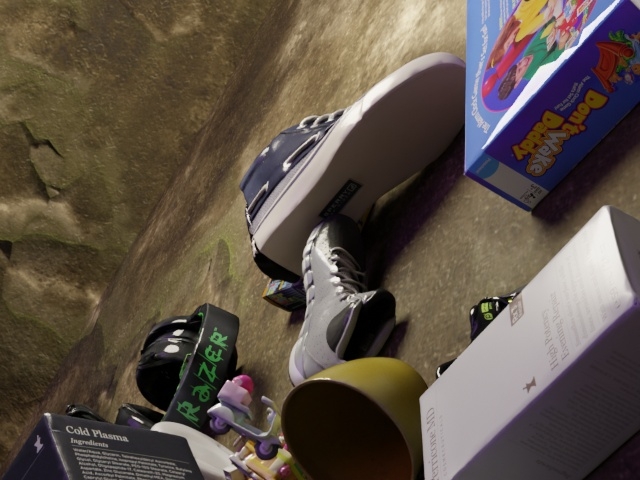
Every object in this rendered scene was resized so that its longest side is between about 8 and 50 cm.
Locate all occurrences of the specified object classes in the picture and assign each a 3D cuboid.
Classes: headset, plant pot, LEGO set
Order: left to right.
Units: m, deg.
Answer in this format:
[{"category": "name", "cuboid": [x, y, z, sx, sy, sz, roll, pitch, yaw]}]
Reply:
[{"category": "headset", "cuboid": [-0.226, 0.213, 1.723, 0.394, 0.185, 0.243, -49, 18, 61]}, {"category": "LEGO set", "cuboid": [-0.026, 0.209, 1.297, 0.107, 0.132, 0.287, -48, -15, -16]}, {"category": "plant pot", "cuboid": [0.046, 0.157, 1.154, 0.134, 0.134, 0.095, -45, -3, 43]}]

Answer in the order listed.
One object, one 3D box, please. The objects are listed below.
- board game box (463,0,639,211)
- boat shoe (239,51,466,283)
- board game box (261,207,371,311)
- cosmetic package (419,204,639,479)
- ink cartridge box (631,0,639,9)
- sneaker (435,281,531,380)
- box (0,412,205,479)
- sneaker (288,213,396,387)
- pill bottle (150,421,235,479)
[{"category": "board game box", "cuboid": [0.239, -0.223, 1.258, 0.233, 0.078, 0.347, -49, 20, 35]}, {"category": "boat shoe", "cuboid": [0.027, -0.118, 1.527, 0.340, 0.127, 0.158, -44, 39, 18]}, {"category": "board game box", "cuboid": [0.000, 0.000, 1.651, 0.141, 0.048, 0.170, -26, 38, 64]}, {"category": "cosmetic package", "cuboid": [0.168, 0.098, 0.928, 0.231, 0.085, 0.117, -50, 22, 29]}, {"category": "ink cartridge box", "cuboid": [0.344, -0.189, 0.738, 0.285, 0.166, 0.395, -55, 18, 20]}, {"category": "sneaker", "cuboid": [0.160, 0.067, 1.017, 0.188, 0.078, 0.067, -51, 19, 25]}, {"category": "box", "cuboid": [-0.233, 0.404, 1.264, 0.343, 0.179, 0.312, -54, 43, 21]}, {"category": "sneaker", "cuboid": [0.041, 0.057, 1.402, 0.132, 0.086, 0.228, -33, 42, 49]}, {"category": "pill bottle", "cuboid": [-0.191, 0.344, 1.489, 0.245, 0.136, 0.136, -60, 17, 5]}]
